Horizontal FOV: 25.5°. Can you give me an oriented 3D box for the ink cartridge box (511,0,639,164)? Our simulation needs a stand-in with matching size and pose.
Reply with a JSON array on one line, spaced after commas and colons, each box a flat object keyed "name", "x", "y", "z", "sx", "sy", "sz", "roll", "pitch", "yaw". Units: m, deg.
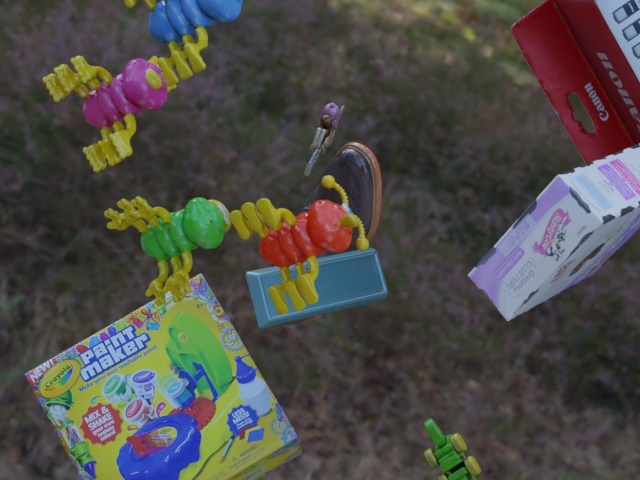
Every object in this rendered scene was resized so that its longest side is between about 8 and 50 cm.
[{"name": "ink cartridge box", "x": 0.430, "y": -0.210, "z": 1.746, "sx": 0.309, "sy": 0.272, "sz": 0.130, "roll": 55, "pitch": -6, "yaw": -18}]

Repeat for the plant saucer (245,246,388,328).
[{"name": "plant saucer", "x": 0.001, "y": 0.052, "z": 1.640, "sx": 0.192, "sy": 0.067, "sz": 0.018, "roll": -11, "pitch": -6, "yaw": -39}]

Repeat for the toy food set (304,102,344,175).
[{"name": "toy food set", "x": 0.001, "y": -0.130, "z": 1.727, "sx": 0.019, "sy": 0.078, "sz": 0.122, "roll": 22, "pitch": 20, "yaw": 5}]

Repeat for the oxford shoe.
[{"name": "oxford shoe", "x": 0.000, "y": 0.000, "z": 1.834, "sx": 0.097, "sy": 0.271, "sz": 0.098, "roll": 32, "pitch": 27, "yaw": 24}]

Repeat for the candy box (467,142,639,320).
[{"name": "candy box", "x": 0.273, "y": -0.011, "z": 1.514, "sx": 0.070, "sy": 0.165, "sz": 0.196, "roll": 50, "pitch": 37, "yaw": 15}]

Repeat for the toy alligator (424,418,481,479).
[{"name": "toy alligator", "x": 0.204, "y": 0.337, "z": 2.011, "sx": 0.189, "sy": 0.056, "sz": 0.051, "roll": 59, "pitch": 14, "yaw": 13}]

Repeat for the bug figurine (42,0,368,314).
[{"name": "bug figurine", "x": -0.091, "y": -0.074, "z": 1.087, "sx": 0.216, "sy": 0.279, "sz": 0.072, "roll": -17, "pitch": 13, "yaw": 36}]

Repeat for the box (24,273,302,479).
[{"name": "box", "x": -0.221, "y": 0.252, "z": 2.047, "sx": 0.279, "sy": 0.290, "sz": 0.177, "roll": 58, "pitch": -7, "yaw": 14}]
